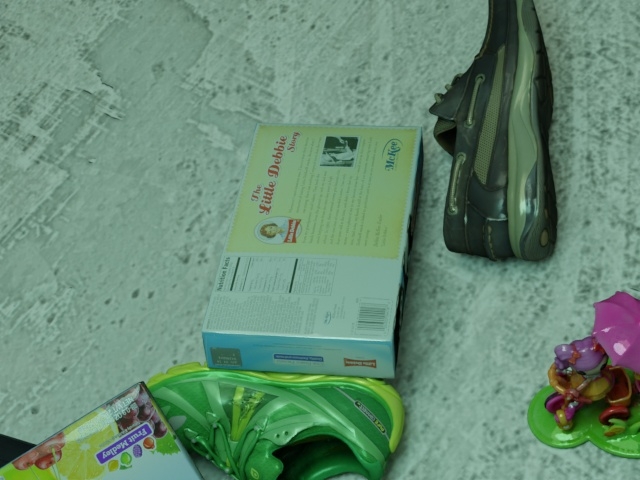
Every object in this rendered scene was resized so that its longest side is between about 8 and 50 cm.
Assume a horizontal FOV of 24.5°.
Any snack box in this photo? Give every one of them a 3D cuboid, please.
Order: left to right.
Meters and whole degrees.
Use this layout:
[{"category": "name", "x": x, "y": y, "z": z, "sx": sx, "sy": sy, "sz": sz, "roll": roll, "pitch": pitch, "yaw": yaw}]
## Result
[{"category": "snack box", "x": -0.188, "y": 0.265, "z": 1.395, "sx": 0.174, "sy": 0.070, "sz": 0.207, "roll": -32, "pitch": 90, "yaw": -5}, {"category": "snack box", "x": 0.000, "y": 0.000, "z": 1.519, "sx": 0.187, "sy": 0.060, "sz": 0.322, "roll": 3, "pitch": 44, "yaw": 9}]

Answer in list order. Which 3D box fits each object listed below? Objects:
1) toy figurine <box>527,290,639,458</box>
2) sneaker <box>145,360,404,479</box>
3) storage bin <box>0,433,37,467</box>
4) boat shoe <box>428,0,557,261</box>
[{"category": "toy figurine", "x": 0.264, "y": 0.113, "z": 1.360, "sx": 0.173, "sy": 0.159, "sz": 0.130, "roll": -14, "pitch": 53, "yaw": 9}, {"category": "sneaker", "x": -0.068, "y": 0.190, "z": 1.446, "sx": 0.295, "sy": 0.109, "sz": 0.123, "roll": -4, "pitch": 51, "yaw": 15}, {"category": "storage bin", "x": -0.341, "y": 0.265, "z": 1.500, "sx": 0.180, "sy": 0.084, "sz": 0.122, "roll": 12, "pitch": 61, "yaw": 24}, {"category": "boat shoe", "x": 0.179, "y": -0.137, "z": 1.582, "sx": 0.130, "sy": 0.132, "sz": 0.355, "roll": -6, "pitch": 54, "yaw": 14}]
